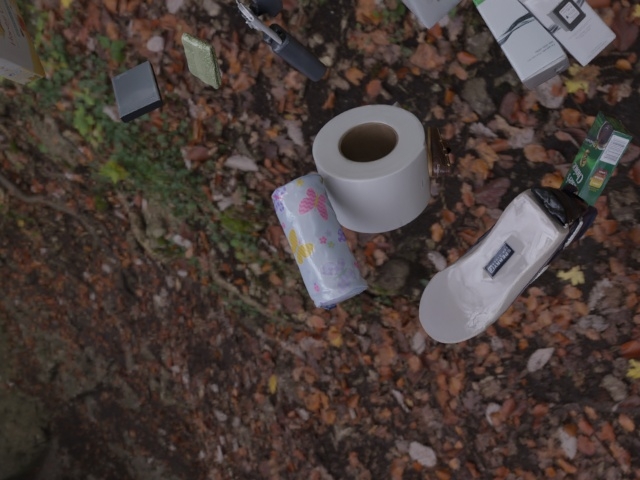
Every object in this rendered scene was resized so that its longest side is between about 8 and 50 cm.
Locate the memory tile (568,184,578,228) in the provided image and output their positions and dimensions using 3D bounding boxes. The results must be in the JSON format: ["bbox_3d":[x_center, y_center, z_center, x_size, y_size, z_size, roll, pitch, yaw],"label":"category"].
[{"bbox_3d":[0.418,-0.025,1.217,0.012,0.113,0.148,25,142,-2],"label":"memory tile"}]

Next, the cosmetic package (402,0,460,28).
[{"bbox_3d":[0.115,-0.598,1.227,0.156,0.217,0.385,-40,71,13],"label":"cosmetic package"}]

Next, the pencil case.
[{"bbox_3d":[0.000,0.000,1.372,0.113,0.124,0.273,-33,79,52],"label":"pencil case"}]

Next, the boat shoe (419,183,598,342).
[{"bbox_3d":[0.310,0.043,1.103,0.127,0.158,0.340,56,133,21],"label":"boat shoe"}]

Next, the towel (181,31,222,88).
[{"bbox_3d":[-0.316,-0.477,1.788,0.110,0.027,0.148,30,152,18],"label":"towel"}]

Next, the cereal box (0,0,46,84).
[{"bbox_3d":[-0.496,-0.331,0.976,0.047,0.240,0.172,-20,94,0],"label":"cereal box"}]

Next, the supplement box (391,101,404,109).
[{"bbox_3d":[0.222,-0.322,2.032,0.114,0.220,0.111,-41,104,22],"label":"supplement box"}]

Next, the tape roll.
[{"bbox_3d":[0.117,-0.160,1.494,0.246,0.246,0.169,35,156,35],"label":"tape roll"}]

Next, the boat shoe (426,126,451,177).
[{"bbox_3d":[0.350,-0.261,1.984,0.073,0.073,0.206,-3,49,9],"label":"boat shoe"}]

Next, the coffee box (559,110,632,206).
[{"bbox_3d":[0.505,-0.136,1.252,0.041,0.113,0.184,17,121,-1],"label":"coffee box"}]

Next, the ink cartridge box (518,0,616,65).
[{"bbox_3d":[0.326,-0.341,0.956,0.060,0.180,0.104,-44,29,23],"label":"ink cartridge box"}]

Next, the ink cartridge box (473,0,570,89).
[{"bbox_3d":[0.357,-0.385,1.213,0.087,0.153,0.208,-32,83,22],"label":"ink cartridge box"}]

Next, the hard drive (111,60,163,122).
[{"bbox_3d":[-0.395,-0.321,1.447,0.094,0.022,0.135,-25,55,3],"label":"hard drive"}]

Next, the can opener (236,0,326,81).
[{"bbox_3d":[-0.067,-0.430,1.393,0.095,0.283,0.076,-45,58,16],"label":"can opener"}]
